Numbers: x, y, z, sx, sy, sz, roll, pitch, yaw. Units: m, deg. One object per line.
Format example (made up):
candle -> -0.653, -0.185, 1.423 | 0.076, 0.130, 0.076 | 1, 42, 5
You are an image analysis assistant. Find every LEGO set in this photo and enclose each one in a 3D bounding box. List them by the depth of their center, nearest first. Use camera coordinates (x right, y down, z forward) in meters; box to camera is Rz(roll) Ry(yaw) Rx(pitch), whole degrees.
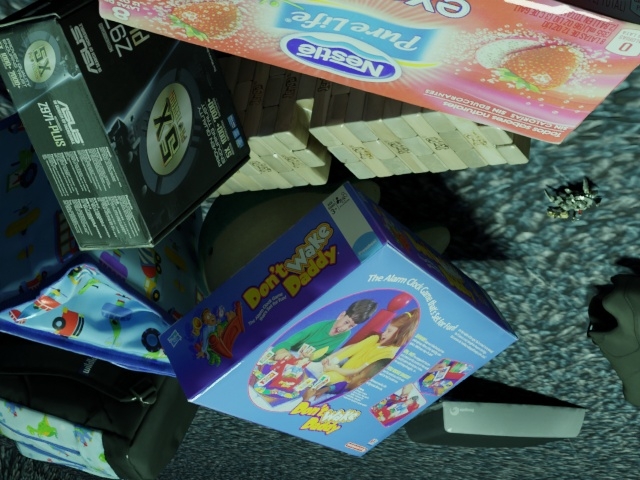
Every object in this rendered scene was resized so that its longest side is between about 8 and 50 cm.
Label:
LEGO set -> 0.244, -0.033, 1.041 | 0.054, 0.023, 0.083 | 5, 157, 17

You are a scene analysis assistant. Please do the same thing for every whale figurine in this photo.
whale figurine -> 0.000, 0.000, 1.135 | 0.272, 0.141, 0.216 | 0, 136, -31

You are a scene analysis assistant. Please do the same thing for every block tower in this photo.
block tower -> 0.005, -0.107, 0.898 | 0.335, 0.097, 0.091 | -5, 152, 33

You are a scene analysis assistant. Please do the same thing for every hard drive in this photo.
hard drive -> 0.276, 0.296, 1.718 | 0.255, 0.054, 0.172 | 6, 161, -21

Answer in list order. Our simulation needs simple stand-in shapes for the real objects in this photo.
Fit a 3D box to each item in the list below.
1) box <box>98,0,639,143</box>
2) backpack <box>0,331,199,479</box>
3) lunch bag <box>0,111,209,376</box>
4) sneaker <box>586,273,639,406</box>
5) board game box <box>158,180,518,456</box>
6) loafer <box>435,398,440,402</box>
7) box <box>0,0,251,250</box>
box -> 0.037, -0.185, 0.616 | 0.300, 0.154, 0.142 | 14, 158, -8
backpack -> -0.353, 0.211, 1.603 | 0.355, 0.290, 0.273 | 13, 140, 14
lunch bag -> -0.189, 0.006, 1.083 | 0.138, 0.221, 0.293 | -28, 145, 23
sneaker -> 0.372, 0.110, 1.246 | 0.130, 0.109, 0.286 | 16, 153, 15
board game box -> 0.035, 0.099, 1.090 | 0.233, 0.078, 0.347 | -39, 147, 11
loafer -> 0.165, 0.235, 1.684 | 0.050, 0.056, 0.148 | 21, 157, -6
box -> -0.145, -0.106, 0.805 | 0.077, 0.147, 0.180 | -3, 118, 33
